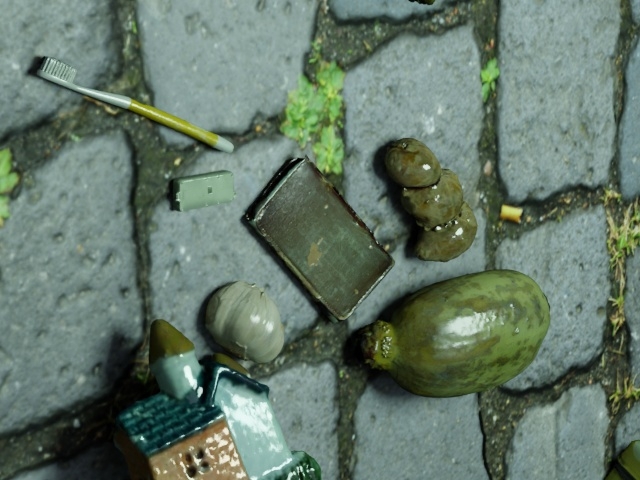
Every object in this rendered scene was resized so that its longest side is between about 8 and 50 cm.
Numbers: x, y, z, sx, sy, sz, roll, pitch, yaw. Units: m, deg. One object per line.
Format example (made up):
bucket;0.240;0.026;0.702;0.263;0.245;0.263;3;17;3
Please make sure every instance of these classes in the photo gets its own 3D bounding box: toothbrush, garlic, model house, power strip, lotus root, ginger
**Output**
toothbrush;-0.206;-0.154;1.678;0.288;0.021;0.024;21;98;-43
garlic;-0.090;0.104;1.822;0.113;0.074;0.094;37;87;-25
model house;-0.156;0.227;1.758;0.253;0.184;0.291;-21;102;-28
power strip;-0.142;-0.060;1.765;0.090;0.016;0.040;-12;111;-37
lotus root;0.191;0.134;2.030;0.309;0.173;0.173;-14;112;-29
ginger;0.150;-0.057;1.977;0.104;0.080;0.204;-40;127;-19

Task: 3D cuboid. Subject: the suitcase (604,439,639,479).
suitcase;0.595;0.449;2.419;0.194;0.235;0.143;19;109;-42

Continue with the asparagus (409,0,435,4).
asparagus;0.211;-0.473;1.883;0.382;0.128;0.108;-52;166;-18

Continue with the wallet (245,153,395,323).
wallet;0.000;0.000;1.898;0.122;0.031;0.232;-49;127;-13
